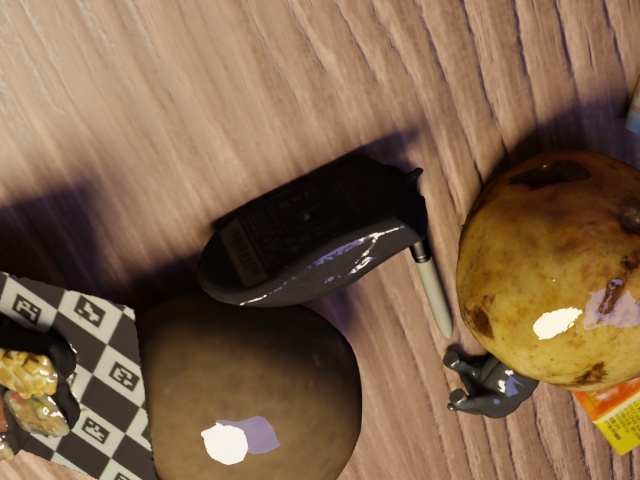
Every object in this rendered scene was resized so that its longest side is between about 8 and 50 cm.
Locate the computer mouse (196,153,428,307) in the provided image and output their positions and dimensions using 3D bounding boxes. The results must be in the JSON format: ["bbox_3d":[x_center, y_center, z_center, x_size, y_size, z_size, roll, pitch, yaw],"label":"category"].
[{"bbox_3d":[0.000,0.000,1.179,0.264,0.147,0.088,-28,133,1],"label":"computer mouse"}]

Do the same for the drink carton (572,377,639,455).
[{"bbox_3d":[0.493,0.117,1.474,0.351,0.154,0.111,-37,132,8],"label":"drink carton"}]

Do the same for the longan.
[{"bbox_3d":[-0.099,0.188,1.218,0.300,0.243,0.300,-2,106,-5],"label":"longan"}]

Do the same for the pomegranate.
[{"bbox_3d":[0.293,0.037,1.255,0.281,0.281,0.281,-12,130,-14],"label":"pomegranate"}]

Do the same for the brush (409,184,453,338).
[{"bbox_3d":[0.129,0.028,1.328,0.042,0.039,0.299,-27,133,-2],"label":"brush"}]

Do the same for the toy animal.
[{"bbox_3d":[0.269,0.134,1.445,0.269,0.082,0.137,-45,133,9],"label":"toy animal"}]

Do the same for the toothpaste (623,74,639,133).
[{"bbox_3d":[0.393,-0.219,1.248,0.056,0.036,0.205,-1,123,-20],"label":"toothpaste"}]

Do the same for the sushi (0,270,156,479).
[{"bbox_3d":[-0.306,0.154,1.109,0.292,0.059,0.294,15,132,19],"label":"sushi"}]
